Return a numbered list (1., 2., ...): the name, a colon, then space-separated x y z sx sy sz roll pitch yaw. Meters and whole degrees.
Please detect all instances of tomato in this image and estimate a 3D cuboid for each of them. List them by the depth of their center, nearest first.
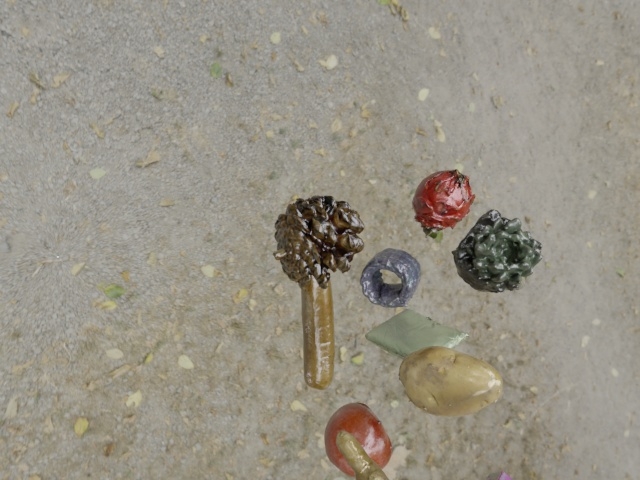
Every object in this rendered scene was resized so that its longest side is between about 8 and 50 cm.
1. tomato: 0.135 0.768 1.601 0.264 0.265 0.265 1 87 -32

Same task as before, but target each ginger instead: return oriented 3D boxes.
1. ginger: 0.161 0.661 1.132 0.081 0.333 0.148 -25 122 -30

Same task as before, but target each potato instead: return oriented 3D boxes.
1. potato: 0.276 0.317 0.918 0.128 0.234 0.161 -39 125 -42

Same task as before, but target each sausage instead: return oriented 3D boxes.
1. sausage: -0.011 0.316 1.536 0.136 0.123 0.501 -30 121 -65

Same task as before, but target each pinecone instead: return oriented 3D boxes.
1. pinecone: -0.006 -0.009 1.073 0.243 0.243 0.257 50 63 -21

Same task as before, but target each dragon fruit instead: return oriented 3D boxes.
1. dragon fruit: 0.357 -0.115 1.220 0.172 0.172 0.209 12 122 -31

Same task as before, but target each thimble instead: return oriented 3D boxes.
1. thimble: 0.183 0.100 1.091 0.098 0.150 0.150 -39 110 -55

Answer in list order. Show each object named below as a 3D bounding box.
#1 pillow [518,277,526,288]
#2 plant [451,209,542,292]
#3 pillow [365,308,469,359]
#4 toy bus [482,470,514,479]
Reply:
1. pillow: 0.549 0.090 1.225 0.233 0.130 0.038 71 24 -55
2. plant: 0.325 0.025 0.778 0.129 0.194 0.132 37 83 14
3. pillow: 0.352 0.360 1.543 0.274 0.280 0.076 -20 116 -37
4. toy bus: 0.442 0.737 1.110 0.090 0.112 0.274 42 41 23
